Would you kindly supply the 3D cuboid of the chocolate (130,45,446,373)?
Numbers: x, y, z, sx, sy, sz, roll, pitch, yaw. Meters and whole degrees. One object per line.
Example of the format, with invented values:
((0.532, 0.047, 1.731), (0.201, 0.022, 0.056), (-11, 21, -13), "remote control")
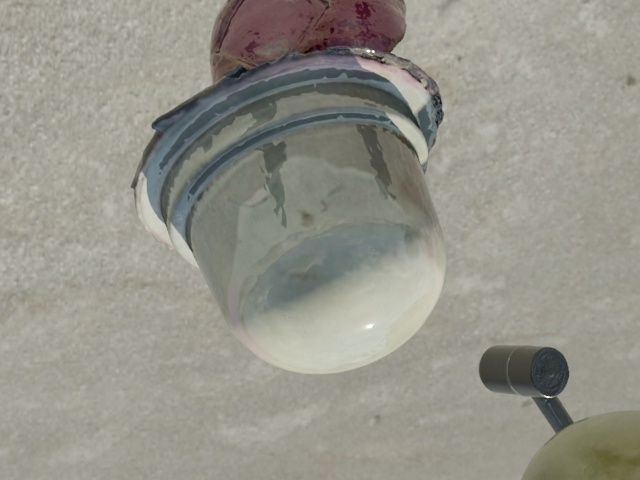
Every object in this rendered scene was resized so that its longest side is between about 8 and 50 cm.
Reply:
((-0.003, 0.007, 0.521), (0.221, 0.147, 0.221), (-12, 156, -6), "chocolate")

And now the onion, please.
((-0.030, -0.264, 1.017), (0.250, 0.247, 0.111), (-11, 124, 13), "onion")

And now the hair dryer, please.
((0.329, 0.243, 1.257), (0.071, 0.219, 0.124), (-41, -168, -23), "hair dryer")

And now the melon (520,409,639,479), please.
((0.297, 0.271, 0.734), (0.271, 0.308, 0.272), (-18, 125, -28), "melon")
